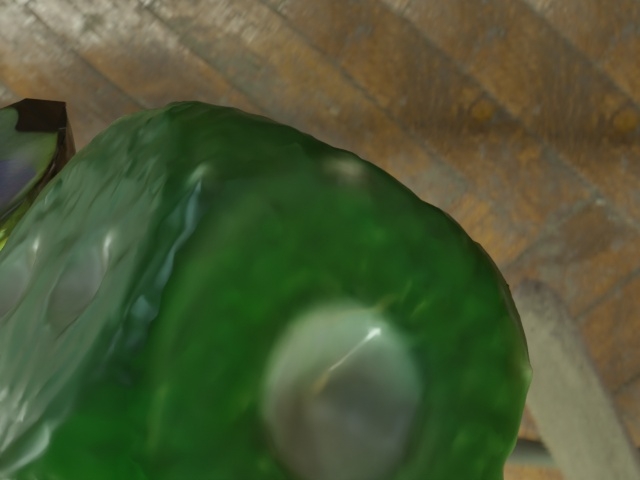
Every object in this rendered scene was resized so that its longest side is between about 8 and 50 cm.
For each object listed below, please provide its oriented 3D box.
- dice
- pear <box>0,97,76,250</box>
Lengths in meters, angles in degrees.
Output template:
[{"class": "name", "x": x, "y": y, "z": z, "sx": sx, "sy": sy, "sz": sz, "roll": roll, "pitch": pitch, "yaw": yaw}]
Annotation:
[{"class": "dice", "x": -0.065, "y": 0.098, "z": 1.003, "sx": 0.297, "sy": 0.287, "sz": 0.300, "roll": 31, "pitch": 162, "yaw": -27}, {"class": "pear", "x": -0.408, "y": 0.022, "z": 1.620, "sx": 0.398, "sy": 0.399, "sz": 0.165, "roll": -13, "pitch": 123, "yaw": 22}]
